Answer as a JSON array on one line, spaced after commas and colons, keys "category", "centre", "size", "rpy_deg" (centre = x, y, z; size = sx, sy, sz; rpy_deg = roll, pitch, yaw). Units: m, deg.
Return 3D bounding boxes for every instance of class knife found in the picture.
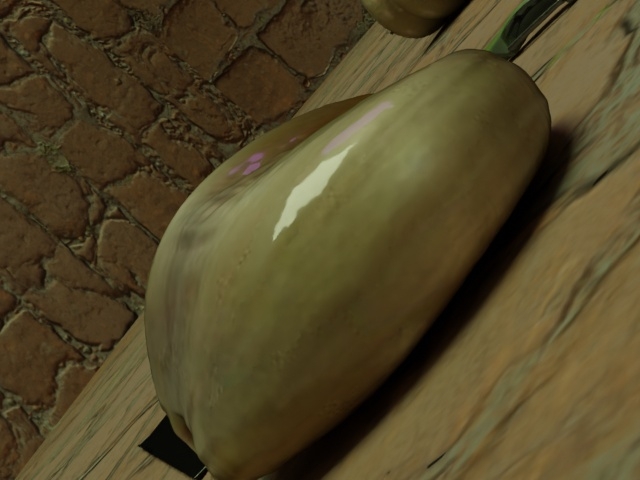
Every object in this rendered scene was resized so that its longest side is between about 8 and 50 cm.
[{"category": "knife", "centre": [0.113, -0.122, 0.869], "size": [0.184, 0.022, 0.026], "rpy_deg": [-42, 36, 49]}]

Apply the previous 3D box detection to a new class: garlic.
[{"category": "garlic", "centre": [0.000, 0.000, 0.574], "size": [0.228, 0.110, 0.217], "rpy_deg": [-54, 11, -33]}]

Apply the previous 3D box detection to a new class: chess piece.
[{"category": "chess piece", "centre": [0.155, -0.342, 1.411], "size": [0.261, 0.142, 0.143], "rpy_deg": [-37, 14, 49]}]

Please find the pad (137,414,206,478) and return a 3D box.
[{"category": "pad", "centre": [-0.036, 0.059, 0.935], "size": [0.248, 0.007, 0.367], "rpy_deg": [-51, 7, -13]}]
